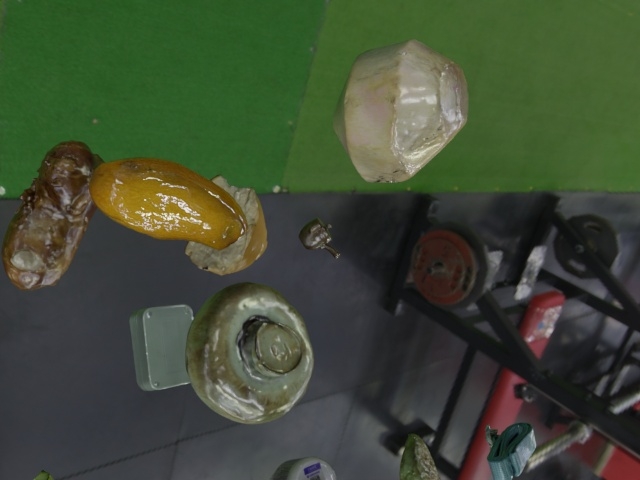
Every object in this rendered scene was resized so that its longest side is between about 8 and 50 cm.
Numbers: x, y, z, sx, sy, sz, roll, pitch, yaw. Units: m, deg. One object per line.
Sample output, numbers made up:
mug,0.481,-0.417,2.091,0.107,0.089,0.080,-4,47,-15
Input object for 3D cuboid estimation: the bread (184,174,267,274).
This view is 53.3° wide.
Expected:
bread,-0.263,-0.022,1.720,0.211,0.184,0.224,-58,159,-45

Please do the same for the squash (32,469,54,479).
squash,-0.829,0.857,1.986,0.137,0.287,0.137,-44,170,-10

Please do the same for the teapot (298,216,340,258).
teapot,0.000,0.000,1.487,0.080,0.110,0.085,-34,161,6

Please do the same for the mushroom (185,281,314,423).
mushroom,-0.172,0.278,1.593,0.352,0.260,0.352,11,69,-31

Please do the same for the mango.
mango,-0.329,-0.084,1.408,0.360,0.144,0.187,13,124,-13

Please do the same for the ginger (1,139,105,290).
ginger,-0.683,-0.073,1.626,0.254,0.176,0.418,123,-8,-75

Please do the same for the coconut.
coconut,0.182,-0.313,1.588,0.353,0.353,0.352,-25,130,-33

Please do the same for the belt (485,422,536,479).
belt,0.340,0.393,1.187,0.179,0.100,0.065,-11,86,-61

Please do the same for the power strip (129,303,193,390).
power strip,-0.396,0.298,1.837,0.261,0.141,0.229,0,79,-47

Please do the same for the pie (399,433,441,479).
pie,0.245,0.588,1.466,0.079,0.277,0.277,-26,140,12

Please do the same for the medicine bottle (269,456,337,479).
medicine bottle,-0.057,0.644,1.676,0.135,0.135,0.215,-23,171,-33
